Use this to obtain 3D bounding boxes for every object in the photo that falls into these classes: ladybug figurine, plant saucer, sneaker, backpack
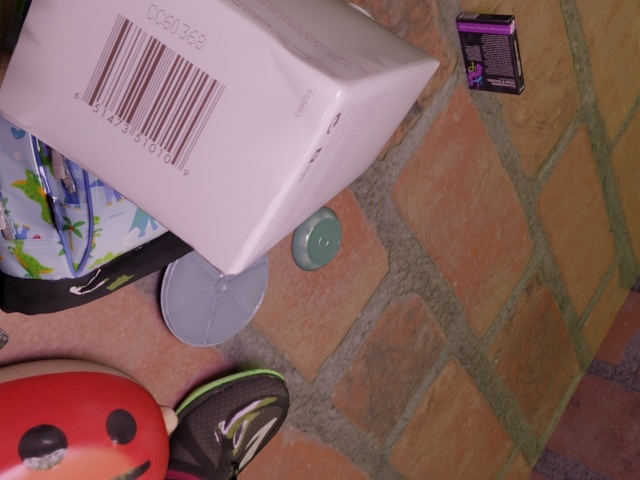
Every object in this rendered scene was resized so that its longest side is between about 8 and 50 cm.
[{"bbox_3d":[-0.362,0.310,0.832,0.450,0.162,0.304,-27,107,-33],"label":"ladybug figurine"},{"bbox_3d":[0.000,0.000,1.240,0.119,0.021,0.119,-20,120,-40],"label":"plant saucer"},{"bbox_3d":[-0.196,0.401,1.055,0.483,0.202,0.185,-48,135,-23],"label":"sneaker"},{"bbox_3d":[-0.247,-0.128,0.778,0.290,0.274,0.355,-32,112,-49],"label":"backpack"}]

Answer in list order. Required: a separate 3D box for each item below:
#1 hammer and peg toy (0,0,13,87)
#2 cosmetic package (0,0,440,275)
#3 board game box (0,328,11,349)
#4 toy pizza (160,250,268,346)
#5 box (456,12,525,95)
[{"bbox_3d":[-0.310,-0.237,0.575,0.127,0.362,0.265,-7,114,-72],"label":"hammer and peg toy"},{"bbox_3d":[-0.049,-0.141,0.613,0.156,0.217,0.385,-57,172,22],"label":"cosmetic package"},{"bbox_3d":[-0.418,0.039,0.735,0.026,0.126,0.186,-51,136,-20],"label":"board game box"},{"bbox_3d":[-0.163,0.066,1.086,0.201,0.032,0.201,-18,117,-41],"label":"toy pizza"},{"bbox_3d":[0.333,-0.363,1.378,0.029,0.116,0.162,-44,133,-27],"label":"box"}]
